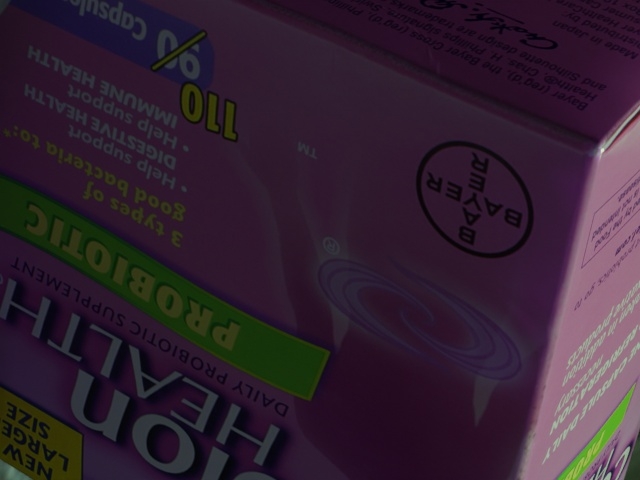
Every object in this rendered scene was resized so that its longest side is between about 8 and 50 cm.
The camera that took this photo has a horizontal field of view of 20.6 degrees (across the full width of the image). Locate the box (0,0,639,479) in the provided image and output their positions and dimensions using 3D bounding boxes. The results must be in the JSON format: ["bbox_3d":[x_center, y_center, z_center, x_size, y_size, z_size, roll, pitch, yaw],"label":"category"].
[{"bbox_3d":[0.000,0.000,0.579,0.117,0.213,0.243,-42,149,-42],"label":"box"}]

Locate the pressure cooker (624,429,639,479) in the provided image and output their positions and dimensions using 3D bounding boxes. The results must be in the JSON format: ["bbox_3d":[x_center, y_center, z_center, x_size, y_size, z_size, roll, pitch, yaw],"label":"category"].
[{"bbox_3d":[0.098,0.282,0.908,0.420,0.376,0.369,1,93,-65],"label":"pressure cooker"}]
